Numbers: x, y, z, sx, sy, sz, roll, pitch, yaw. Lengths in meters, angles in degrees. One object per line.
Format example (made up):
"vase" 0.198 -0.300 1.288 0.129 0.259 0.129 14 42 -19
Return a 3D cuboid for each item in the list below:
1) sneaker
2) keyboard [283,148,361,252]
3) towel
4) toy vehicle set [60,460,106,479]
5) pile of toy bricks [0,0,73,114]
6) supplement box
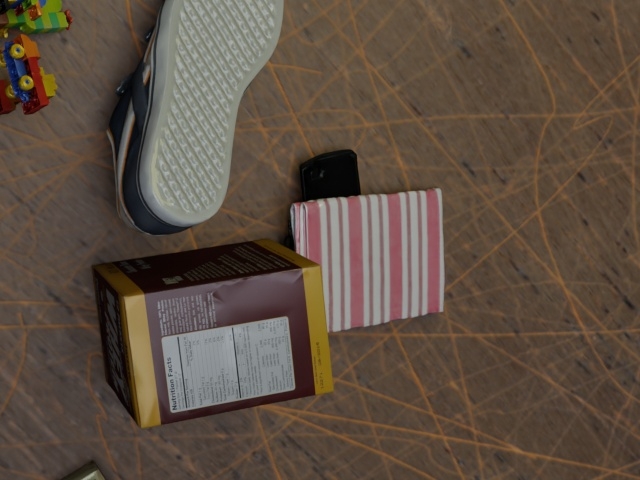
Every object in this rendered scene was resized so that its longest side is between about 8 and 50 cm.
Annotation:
"sneaker" -0.136 -0.155 1.385 0.126 0.127 0.321 27 65 -25
"keyboard" 0.000 0.000 1.494 0.100 0.038 0.192 -14 107 -30
"towel" 0.054 0.019 1.496 0.197 0.029 0.144 -7 102 -33
"toy vehicle set" -0.243 0.387 1.468 0.166 0.035 0.267 -32 106 -11
"pile of toy bricks" -0.289 -0.223 1.340 0.105 0.118 0.212 -13 85 -44
"supplement box" -0.113 0.086 1.382 0.194 0.191 0.129 -9 101 -17
